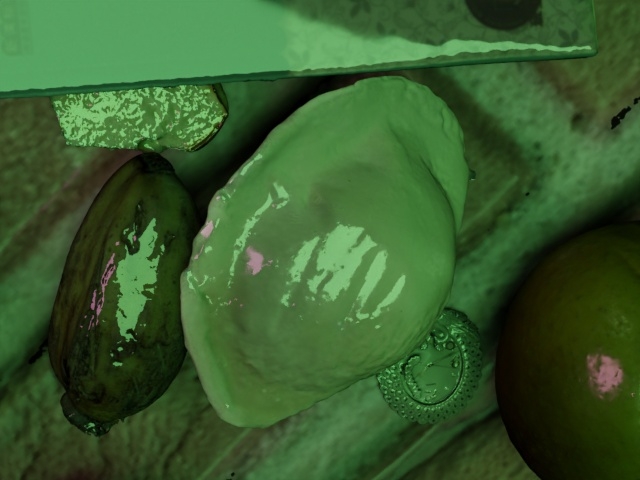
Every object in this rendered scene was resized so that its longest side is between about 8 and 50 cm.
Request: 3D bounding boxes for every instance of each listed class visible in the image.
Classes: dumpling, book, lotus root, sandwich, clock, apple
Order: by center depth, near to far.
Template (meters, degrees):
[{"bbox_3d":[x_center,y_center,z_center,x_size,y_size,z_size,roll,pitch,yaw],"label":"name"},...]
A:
[{"bbox_3d":[-0.029,-0.223,0.824,0.379,0.031,0.264,-6,94,-9],"label":"book"},{"bbox_3d":[-0.003,0.003,0.853,0.216,0.126,0.166,-37,127,12],"label":"dumpling"},{"bbox_3d":[-0.111,-0.085,0.863,0.105,0.036,0.093,38,95,-19],"label":"sandwich"},{"bbox_3d":[-0.115,0.035,0.868,0.080,0.089,0.179,8,107,-38],"label":"lotus root"},{"bbox_3d":[0.210,0.083,0.908,0.196,0.157,0.196,-6,112,-16],"label":"apple"},{"bbox_3d":[0.074,0.085,0.957,0.074,0.010,0.083,-6,107,-9],"label":"clock"}]
